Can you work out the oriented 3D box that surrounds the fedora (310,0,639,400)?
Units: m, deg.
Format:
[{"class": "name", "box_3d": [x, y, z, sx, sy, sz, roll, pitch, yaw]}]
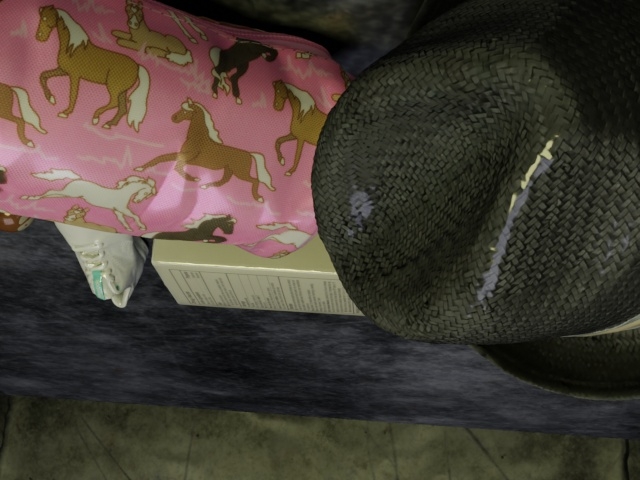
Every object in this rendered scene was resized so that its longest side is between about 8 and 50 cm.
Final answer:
[{"class": "fedora", "box_3d": [0.102, -0.035, 0.532, 0.153, 0.333, 0.334, -18, 174, -33]}]

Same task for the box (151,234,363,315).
[{"class": "box", "box_3d": [0.000, 0.000, 0.950, 0.311, 0.121, 0.148, 4, 160, 3]}]

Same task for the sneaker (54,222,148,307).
[{"class": "sneaker", "box_3d": [-0.257, 0.020, 1.111, 0.080, 0.094, 0.212, 2, 160, 12]}]

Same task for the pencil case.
[{"class": "pencil case", "box_3d": [-0.160, -0.099, 0.635, 0.386, 0.160, 0.167, 14, 145, -30]}]

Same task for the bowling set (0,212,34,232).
[{"class": "bowling set", "box_3d": [-0.406, -0.010, 0.975, 0.200, 0.154, 0.287, 11, 160, -16]}]
